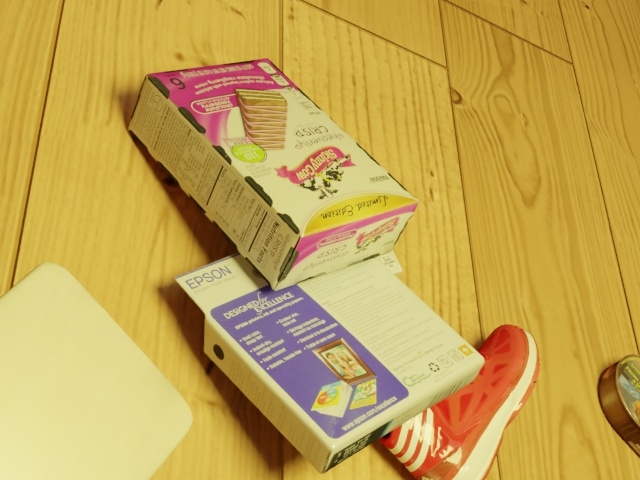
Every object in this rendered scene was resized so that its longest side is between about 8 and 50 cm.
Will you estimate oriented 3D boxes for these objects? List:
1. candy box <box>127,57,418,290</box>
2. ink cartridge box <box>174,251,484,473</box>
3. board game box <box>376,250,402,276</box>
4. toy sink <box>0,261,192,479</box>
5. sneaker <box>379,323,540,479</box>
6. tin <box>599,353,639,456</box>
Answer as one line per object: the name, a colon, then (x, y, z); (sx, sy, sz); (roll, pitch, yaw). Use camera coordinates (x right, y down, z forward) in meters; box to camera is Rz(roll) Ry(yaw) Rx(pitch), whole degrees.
candy box: (-0.046, -0.071, 0.965); (0.159, 0.071, 0.233); (-18, 55, -44)
ink cartridge box: (0.007, 0.081, 0.910); (0.206, 0.045, 0.208); (-21, 56, -42)
board game box: (0.000, 0.000, 1.025); (0.154, 0.026, 0.103); (-7, 65, -41)
toy sink: (-0.222, 0.150, 0.655); (0.152, 0.131, 0.234); (50, 45, -11)
sneaker: (0.125, 0.130, 0.987); (0.128, 0.087, 0.221); (42, 42, -8)
tin: (0.390, 0.213, 1.168); (0.189, 0.040, 0.106); (48, 47, 2)
